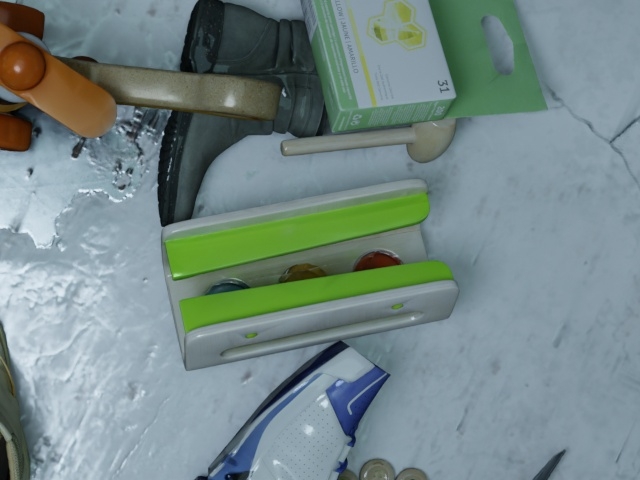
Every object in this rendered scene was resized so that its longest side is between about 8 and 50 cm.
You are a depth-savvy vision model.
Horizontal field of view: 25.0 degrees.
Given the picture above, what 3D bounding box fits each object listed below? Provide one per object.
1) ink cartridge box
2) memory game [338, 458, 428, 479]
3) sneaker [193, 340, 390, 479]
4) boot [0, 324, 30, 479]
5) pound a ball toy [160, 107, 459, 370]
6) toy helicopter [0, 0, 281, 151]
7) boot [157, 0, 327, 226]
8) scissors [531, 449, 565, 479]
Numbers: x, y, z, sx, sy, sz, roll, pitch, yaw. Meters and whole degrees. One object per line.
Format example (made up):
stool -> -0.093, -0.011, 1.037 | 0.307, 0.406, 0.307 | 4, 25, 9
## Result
ink cartridge box -> 0.108, -0.203, 1.453 | 0.235, 0.056, 0.171 | -7, 68, -14
memory game -> 0.057, 0.320, 1.504 | 0.186, 0.012, 0.186 | 0, 89, -8
sneaker -> -0.022, 0.261, 1.439 | 0.182, 0.127, 0.315 | 43, 91, -3
boot -> -0.340, 0.141, 1.352 | 0.095, 0.203, 0.262 | -15, 93, -9
pound a ball toy -> 0.000, 0.000, 1.457 | 0.319, 0.136, 0.208 | -11, 68, -10
toy helicopter -> -0.214, -0.151, 1.329 | 0.355, 0.235, 0.140 | 7, 88, 8
boot -> -0.071, -0.119, 1.461 | 0.161, 0.083, 0.246 | 13, 89, -13
scissors -> 0.165, 0.344, 1.507 | 0.297, 0.021, 0.109 | -36, 94, -10
